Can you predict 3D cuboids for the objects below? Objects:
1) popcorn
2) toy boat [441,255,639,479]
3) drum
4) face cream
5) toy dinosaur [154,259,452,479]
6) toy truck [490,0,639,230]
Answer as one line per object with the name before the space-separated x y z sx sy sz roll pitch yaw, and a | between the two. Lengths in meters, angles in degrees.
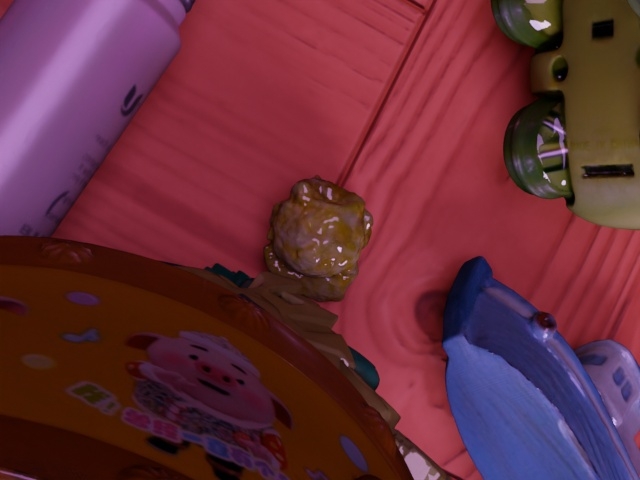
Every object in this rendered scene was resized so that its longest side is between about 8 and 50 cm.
popcorn | -0.003 0.001 0.718 0.059 0.068 0.083 12 124 12
toy boat | 0.143 0.105 0.740 0.102 0.088 0.215 -36 95 -45
drum | -0.144 0.221 0.528 0.431 0.214 0.431 1 110 2
face cream | -0.143 -0.089 0.676 0.092 0.092 0.311 33 82 -8
toy dinosaur | -0.001 0.092 0.676 0.259 0.153 0.094 40 83 -16
toy truck | 0.213 -0.093 0.730 0.210 0.148 0.187 15 81 -37
